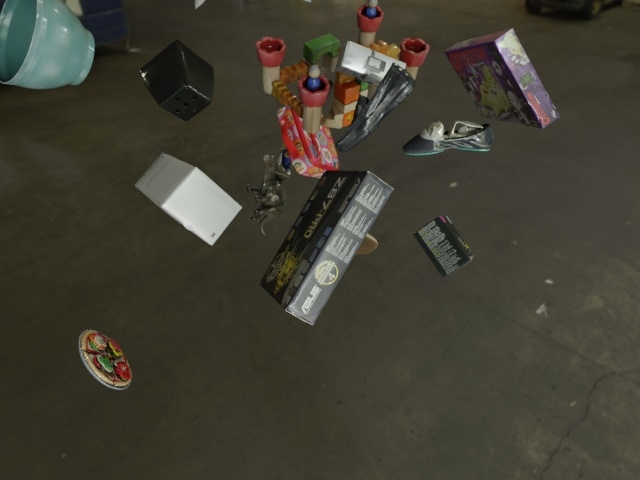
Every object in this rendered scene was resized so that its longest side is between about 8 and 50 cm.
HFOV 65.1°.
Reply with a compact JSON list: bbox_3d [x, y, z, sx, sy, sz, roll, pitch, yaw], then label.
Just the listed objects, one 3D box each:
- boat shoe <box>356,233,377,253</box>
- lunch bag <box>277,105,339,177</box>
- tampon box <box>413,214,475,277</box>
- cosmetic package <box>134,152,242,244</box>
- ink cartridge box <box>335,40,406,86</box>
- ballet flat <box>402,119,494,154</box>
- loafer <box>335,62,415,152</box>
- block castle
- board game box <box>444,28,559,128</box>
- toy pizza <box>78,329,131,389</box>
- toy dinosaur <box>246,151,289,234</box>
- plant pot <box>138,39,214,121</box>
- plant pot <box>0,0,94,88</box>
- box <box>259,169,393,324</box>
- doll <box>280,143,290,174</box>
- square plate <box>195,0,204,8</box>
[{"bbox_3d":[0.083,-0.035,1.853,0.302,0.109,0.098,18,42,-28],"label":"boat shoe"},{"bbox_3d":[-0.059,-0.393,1.947,0.120,0.293,0.258,-25,-14,31],"label":"lunch bag"},{"bbox_3d":[0.377,0.015,1.523,0.161,0.101,0.120,57,21,9],"label":"tampon box"},{"bbox_3d":[-0.420,-0.137,1.556,0.155,0.197,0.365,-52,36,-9],"label":"cosmetic package"},{"bbox_3d":[0.118,-0.425,1.227,0.150,0.063,0.109,18,10,-11],"label":"ink cartridge box"},{"bbox_3d":[0.286,-0.235,1.124,0.203,0.074,0.074,-2,34,3],"label":"ballet flat"},{"bbox_3d":[0.108,-0.287,1.101,0.078,0.223,0.076,44,18,-1],"label":"loafer"},{"bbox_3d":[0.068,-0.534,1.486,0.453,0.213,0.303,-28,61,-23],"label":"block castle"},{"bbox_3d":[0.399,-0.365,1.146,0.056,0.208,0.347,-31,16,7],"label":"board game box"},{"bbox_3d":[-0.605,0.333,1.430,0.032,0.201,0.201,-36,39,1],"label":"toy pizza"},{"bbox_3d":[-0.178,-0.146,1.825,0.160,0.314,0.121,-20,34,-25],"label":"toy dinosaur"},{"bbox_3d":[-0.475,-0.526,1.711,0.187,0.188,0.167,-29,64,20],"label":"plant pot"},{"bbox_3d":[-0.798,-0.572,1.475,0.293,0.293,0.196,29,11,37],"label":"plant pot"},{"bbox_3d":[0.000,0.000,1.346,0.097,0.395,0.318,32,-3,-22],"label":"box"},{"bbox_3d":[-0.146,-0.342,2.148,0.046,0.189,0.129,-14,79,-11],"label":"doll"},{"bbox_3d":[-0.330,-0.939,1.499,0.049,0.348,0.344,3,-9,-20],"label":"square plate"}]
